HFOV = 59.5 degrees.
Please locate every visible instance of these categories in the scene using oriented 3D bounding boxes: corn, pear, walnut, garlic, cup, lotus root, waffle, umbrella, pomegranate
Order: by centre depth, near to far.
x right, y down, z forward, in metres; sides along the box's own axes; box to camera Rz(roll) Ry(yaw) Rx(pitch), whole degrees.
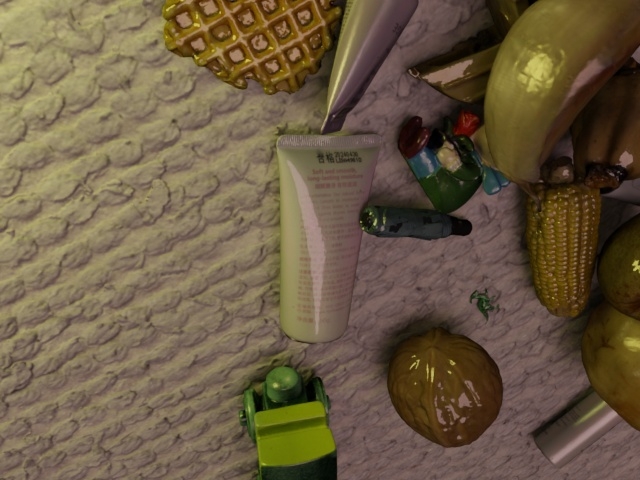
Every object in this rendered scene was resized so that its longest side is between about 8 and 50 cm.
[{"bbox_3d":[-0.086,-0.324,0.752,0.254,0.052,0.245,14,112,-22],"label":"waffle"},{"bbox_3d":[0.327,-0.182,0.772,0.196,0.151,0.338,4,121,-27],"label":"garlic"},{"bbox_3d":[0.487,-0.184,0.919,0.140,0.154,0.256,47,61,-33],"label":"lotus root"},{"bbox_3d":[0.172,-0.028,0.956,0.251,0.053,0.052,4,114,-36],"label":"umbrella"},{"bbox_3d":[0.605,0.051,1.008,0.211,0.188,0.228,-42,171,-32],"label":"pear"},{"bbox_3d":[0.577,-0.134,1.023,0.133,0.099,0.136,12,115,-21],"label":"cup"},{"bbox_3d":[0.452,0.003,1.046,0.130,0.130,0.346,-20,122,-5],"label":"corn"},{"bbox_3d":[0.239,0.280,1.093,0.228,0.228,0.227,-7,120,-13],"label":"walnut"},{"bbox_3d":[0.720,0.236,1.150,0.333,0.332,0.332,-7,120,-13],"label":"pomegranate"}]

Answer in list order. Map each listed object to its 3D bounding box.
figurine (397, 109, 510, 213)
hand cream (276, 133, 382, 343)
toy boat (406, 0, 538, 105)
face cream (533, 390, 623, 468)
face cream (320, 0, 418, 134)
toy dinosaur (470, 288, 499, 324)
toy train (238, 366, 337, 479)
[{"bbox_3d":[0.256,-0.162,0.910,0.234,0.127,0.185,-31,115,14],"label":"figurine"},{"bbox_3d":[0.000,0.000,0.931,0.186,0.118,0.358,-5,113,-25],"label":"hand cream"},{"bbox_3d":[0.338,-0.341,0.822,0.446,0.136,0.162,-31,117,3],"label":"toy boat"},{"bbox_3d":[0.671,0.427,1.370,0.311,0.092,0.092,-45,121,10],"label":"face cream"},{"bbox_3d":[0.064,-0.279,0.781,0.096,0.154,0.273,23,107,3],"label":"face cream"},{"bbox_3d":[0.332,0.137,1.148,0.062,0.021,0.083,11,111,-14],"label":"toy dinosaur"},{"bbox_3d":[-0.049,0.464,1.072,0.179,0.272,0.441,-7,120,-9],"label":"toy train"}]
